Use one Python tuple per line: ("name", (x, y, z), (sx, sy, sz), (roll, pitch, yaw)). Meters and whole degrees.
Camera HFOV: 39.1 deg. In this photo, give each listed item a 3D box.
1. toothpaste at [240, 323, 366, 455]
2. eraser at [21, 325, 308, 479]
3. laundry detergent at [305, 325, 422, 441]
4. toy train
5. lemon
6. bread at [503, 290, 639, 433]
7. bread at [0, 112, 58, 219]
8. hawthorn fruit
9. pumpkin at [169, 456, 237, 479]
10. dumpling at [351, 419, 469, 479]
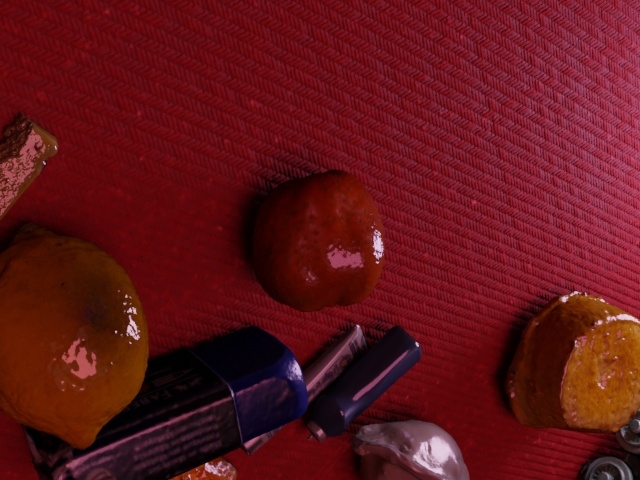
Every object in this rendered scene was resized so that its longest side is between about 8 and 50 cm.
("toothpaste", (-0.023, 0.211, 1.276), (0.239, 0.039, 0.062), (-40, 136, -17))
("eraser", (-0.185, 0.214, 1.103), (0.332, 0.155, 0.101), (-20, 113, -26))
("laundry detergent", (0.055, 0.214, 1.304), (0.206, 0.061, 0.096), (-42, 166, -12))
("toy train", (0.629, 0.435, 1.637), (0.167, 0.238, 0.299), (30, 89, -38))
("lemon", (-0.285, 0.100, 0.980), (0.188, 0.188, 0.256), (-15, 83, -28))
("bread", (0.434, 0.207, 1.500), (0.269, 0.146, 0.268), (-8, 105, -31))
("bread", (-0.381, -0.044, 0.963), (0.088, 0.049, 0.226), (42, 81, -34))
("hawthorn fruit", (0.000, 0.000, 1.146), (0.189, 0.189, 0.189), (-10, 110, -30))
("pumpkin", (-0.194, 0.412, 1.139), (0.280, 0.190, 0.139), (-52, 123, -9))
("dumpling", (0.156, 0.349, 1.338), (0.258, 0.193, 0.147), (34, 81, -32))
